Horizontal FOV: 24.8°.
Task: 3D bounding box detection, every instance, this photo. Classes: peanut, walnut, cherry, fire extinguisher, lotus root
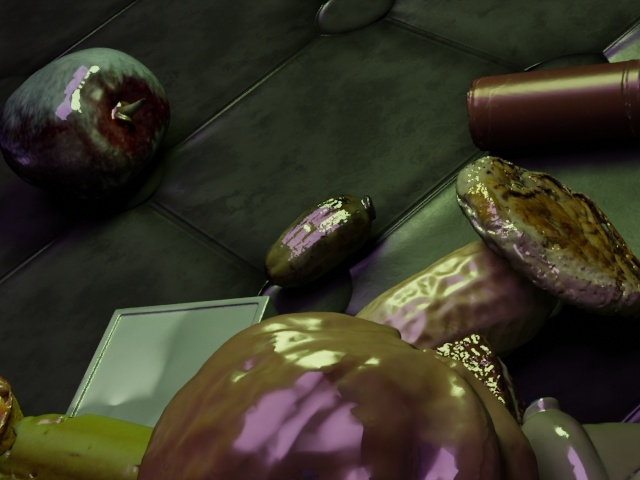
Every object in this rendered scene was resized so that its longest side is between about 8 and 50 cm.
[{"bbox_3d":[0.133,0.108,1.682,0.325,0.153,0.140,-35,70,-9],"label":"peanut"},{"bbox_3d":[0.012,0.255,1.246,0.384,0.383,0.383,-16,38,13],"label":"walnut"},{"bbox_3d":[-0.367,-0.183,2.271,0.296,0.218,0.255,-1,50,37],"label":"cherry"},{"bbox_3d":[0.375,-0.189,1.943,0.337,0.106,0.147,-3,18,27],"label":"fire extinguisher"},{"bbox_3d":[0.000,0.000,1.946,0.179,0.080,0.089,-37,60,-6],"label":"lotus root"}]

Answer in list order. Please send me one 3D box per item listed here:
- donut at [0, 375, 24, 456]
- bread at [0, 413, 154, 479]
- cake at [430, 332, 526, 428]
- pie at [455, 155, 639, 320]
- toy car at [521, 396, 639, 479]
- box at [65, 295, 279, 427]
[{"bbox_3d":[-0.498,0.265,1.898,0.253,0.118,0.253,-15,41,13],"label":"donut"},{"bbox_3d":[-0.175,0.330,1.539,0.377,0.208,0.251,6,70,38],"label":"bread"},{"bbox_3d":[0.155,0.201,1.557,0.135,0.147,0.135,-19,37,8],"label":"cake"},{"bbox_3d":[0.274,-0.002,1.667,0.055,0.274,0.274,-57,29,23],"label":"pie"},{"bbox_3d":[0.320,0.256,1.264,0.242,0.226,0.336,5,33,-17],"label":"toy car"},{"bbox_3d":[-0.169,0.195,1.784,0.225,0.117,0.225,-6,41,24],"label":"box"}]
